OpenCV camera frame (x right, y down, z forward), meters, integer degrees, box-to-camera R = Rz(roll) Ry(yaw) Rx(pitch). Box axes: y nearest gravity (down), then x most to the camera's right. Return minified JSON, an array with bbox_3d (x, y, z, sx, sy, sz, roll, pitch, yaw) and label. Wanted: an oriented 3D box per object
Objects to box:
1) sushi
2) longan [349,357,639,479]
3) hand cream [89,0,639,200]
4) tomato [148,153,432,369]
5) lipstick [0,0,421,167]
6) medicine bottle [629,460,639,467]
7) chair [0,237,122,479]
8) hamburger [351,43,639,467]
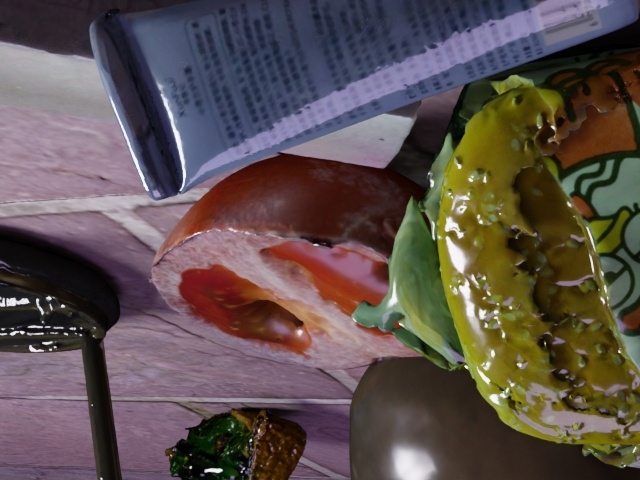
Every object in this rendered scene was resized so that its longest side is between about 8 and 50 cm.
[{"bbox_3d":[-0.121,0.310,1.533,0.140,0.149,0.287,19,162,-23],"label":"sushi"},{"bbox_3d":[0.159,0.197,1.006,0.300,0.243,0.300,21,173,3],"label":"longan"},{"bbox_3d":[0.027,-0.091,0.466,0.256,0.088,0.055,-16,-167,11],"label":"hand cream"},{"bbox_3d":[0.000,0.000,0.714,0.228,0.112,0.199,-11,147,40],"label":"tomato"},{"bbox_3d":[-0.111,-0.100,0.533,0.317,0.066,0.068,9,157,-9],"label":"lipstick"},{"bbox_3d":[0.234,0.063,0.737,0.170,0.170,0.293,2,161,10],"label":"medicine bottle"},{"bbox_3d":[-0.354,0.219,0.968,0.365,0.410,0.362,-3,159,22],"label":"chair"},{"bbox_3d":[0.125,0.010,0.542,0.235,0.214,0.125,-5,-176,10],"label":"hamburger"}]
